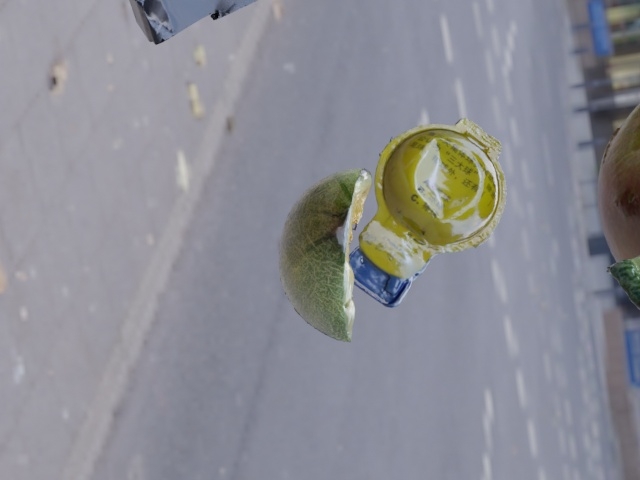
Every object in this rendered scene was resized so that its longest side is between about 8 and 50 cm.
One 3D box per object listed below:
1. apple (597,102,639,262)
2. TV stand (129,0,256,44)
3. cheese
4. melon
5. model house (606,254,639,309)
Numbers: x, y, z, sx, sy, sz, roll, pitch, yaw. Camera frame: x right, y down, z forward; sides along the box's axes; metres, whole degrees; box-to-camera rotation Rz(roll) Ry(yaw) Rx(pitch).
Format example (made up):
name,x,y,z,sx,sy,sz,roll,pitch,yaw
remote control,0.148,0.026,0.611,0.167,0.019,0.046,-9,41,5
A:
name,x,y,z,sx,sy,sz,roll,pitch,yaw
apple,0.558,-0.055,1.977,0.374,0.384,0.374,44,24,-26
TV stand,-0.025,-0.227,1.178,0.040,0.256,0.049,57,-12,35
cheese,0.132,-0.041,1.957,0.270,0.177,0.069,-53,178,-17
melon,0.000,0.000,1.370,0.128,0.079,0.160,85,13,-74
model house,0.450,0.064,1.646,0.214,0.189,0.195,43,10,-33
